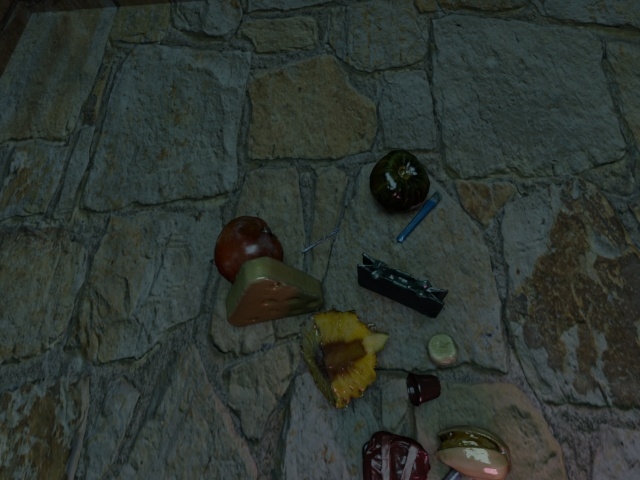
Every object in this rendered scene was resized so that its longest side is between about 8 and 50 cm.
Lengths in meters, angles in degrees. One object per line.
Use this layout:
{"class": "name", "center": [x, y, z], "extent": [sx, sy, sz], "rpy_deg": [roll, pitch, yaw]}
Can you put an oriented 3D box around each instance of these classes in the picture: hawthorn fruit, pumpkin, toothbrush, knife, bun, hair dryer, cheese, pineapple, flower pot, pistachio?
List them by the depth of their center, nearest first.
{"class": "pistachio", "center": [0.483, 0.672, 1.286], "extent": [0.230, 0.157, 0.157], "rpy_deg": [6, 66, 15]}
{"class": "hair dryer", "center": [0.446, 0.791, 1.291], "extent": [0.063, 0.037, 0.114], "rpy_deg": [-43, 75, -11]}
{"class": "flower pot", "center": [0.359, 0.508, 1.398], "extent": [0.089, 0.111, 0.111], "rpy_deg": [-3, 64, -12]}
{"class": "bun", "center": [0.439, 0.391, 1.452], "extent": [0.115, 0.069, 0.115], "rpy_deg": [-13, 48, 15]}
{"class": "pineapple", "center": [0.086, 0.388, 1.465], "extent": [0.286, 0.209, 0.344], "rpy_deg": [-14, 88, -29]}
{"class": "cheese", "center": [-0.151, 0.199, 1.508], "extent": [0.384, 0.384, 0.104], "rpy_deg": [-11, 58, 1]}
{"class": "hawthorn fruit", "center": [-0.281, 0.044, 1.586], "extent": [0.284, 0.284, 0.284], "rpy_deg": [-2, 65, 5]}
{"class": "pumpkin", "center": [0.319, -0.241, 1.699], "extent": [0.260, 0.189, 0.260], "rpy_deg": [7, 67, -16]}
{"class": "knife", "center": [0.416, -0.102, 1.704], "extent": [0.044, 0.026, 0.296], "rpy_deg": [39, 78, 23]}
{"class": "toothbrush", "center": [0.000, 0.000, 1.707], "extent": [0.193, 0.019, 0.013], "rpy_deg": [-33, 67, -7]}

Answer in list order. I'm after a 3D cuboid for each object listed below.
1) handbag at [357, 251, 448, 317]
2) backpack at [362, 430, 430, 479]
{"class": "handbag", "center": [0.288, 0.167, 1.480], "extent": [0.327, 0.238, 0.089], "rpy_deg": [25, 75, 17]}
{"class": "backpack", "center": [0.235, 0.729, 1.281], "extent": [0.229, 0.139, 0.229], "rpy_deg": [-3, 64, 6]}
